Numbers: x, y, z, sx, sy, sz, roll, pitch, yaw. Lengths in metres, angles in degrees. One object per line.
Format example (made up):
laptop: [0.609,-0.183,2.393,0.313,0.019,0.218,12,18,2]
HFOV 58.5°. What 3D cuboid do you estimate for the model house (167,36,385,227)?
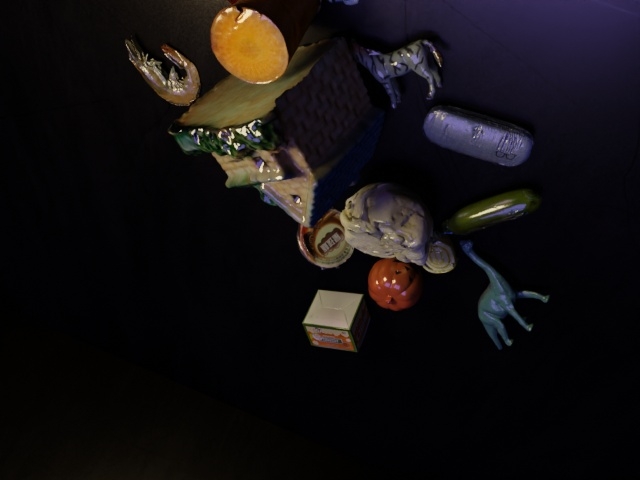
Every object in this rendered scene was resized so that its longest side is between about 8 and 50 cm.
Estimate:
model house: [-0.096,-0.240,1.514,0.445,0.395,0.400,1,136,42]

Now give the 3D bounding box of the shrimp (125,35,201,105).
shrimp: [-0.456,-0.506,1.686,0.173,0.058,0.253,-17,127,29]

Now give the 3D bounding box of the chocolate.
chocolate: [-0.008,-0.003,1.899,0.221,0.221,0.147,40,157,-16]

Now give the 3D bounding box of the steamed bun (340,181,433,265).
steamed bun: [0.209,-0.067,1.698,0.268,0.207,0.280,15,165,19]

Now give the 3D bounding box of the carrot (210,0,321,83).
carrot: [-0.122,-0.518,1.343,0.196,0.254,0.196,15,142,12]

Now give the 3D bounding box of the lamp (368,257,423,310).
lamp: [0.248,0.150,1.915,0.188,0.164,0.187,15,135,15]

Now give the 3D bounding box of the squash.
squash: [0.466,-0.074,1.631,0.331,0.087,0.087,-21,121,42]

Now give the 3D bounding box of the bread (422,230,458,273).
bread: [0.368,0.034,1.808,0.117,0.064,0.156,-3,130,25]

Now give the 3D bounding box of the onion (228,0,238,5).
onion: [-0.196,-0.627,1.379,0.119,0.118,0.117,31,135,-5]

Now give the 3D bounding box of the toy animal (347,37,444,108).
toy animal: [0.182,-0.413,1.423,0.255,0.090,0.170,5,130,20]

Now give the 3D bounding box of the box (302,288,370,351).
box: [0.065,0.303,2.158,0.195,0.177,0.148,4,135,24]

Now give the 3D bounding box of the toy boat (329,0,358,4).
toy boat: [0.074,-0.581,1.330,0.140,0.059,0.066,-3,158,29]

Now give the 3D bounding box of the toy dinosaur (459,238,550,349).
toy dinosaur: [0.533,0.184,1.873,0.331,0.129,0.383,33,141,9]

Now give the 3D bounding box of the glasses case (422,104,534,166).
glasses case: [0.403,-0.270,1.470,0.282,0.067,0.109,18,136,8]
